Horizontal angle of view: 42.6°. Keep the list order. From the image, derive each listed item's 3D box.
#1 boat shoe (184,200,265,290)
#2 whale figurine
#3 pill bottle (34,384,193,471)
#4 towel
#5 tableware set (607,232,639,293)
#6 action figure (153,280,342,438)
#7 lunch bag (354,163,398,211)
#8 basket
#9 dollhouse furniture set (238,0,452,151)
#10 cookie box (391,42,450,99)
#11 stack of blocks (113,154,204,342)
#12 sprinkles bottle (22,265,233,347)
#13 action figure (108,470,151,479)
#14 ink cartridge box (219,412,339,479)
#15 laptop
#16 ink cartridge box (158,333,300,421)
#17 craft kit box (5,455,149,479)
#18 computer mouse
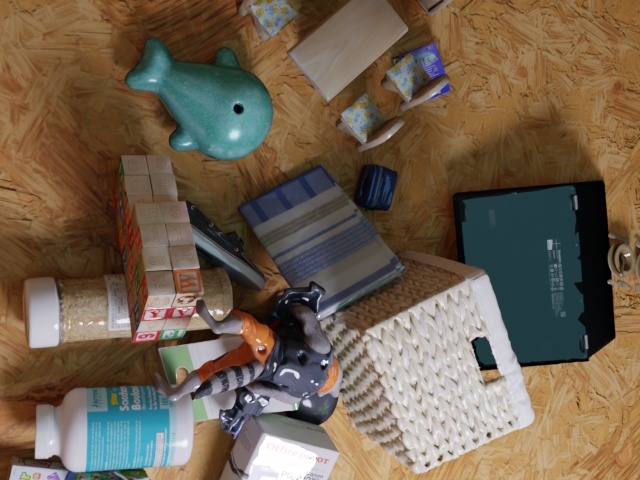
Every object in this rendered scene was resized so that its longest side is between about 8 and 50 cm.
[{"bbox_3d":[-0.186,0.008,1.551,0.229,0.080,0.076,37,68,-16],"label":"boat shoe"},{"bbox_3d":[-0.209,-0.259,1.479,0.272,0.141,0.216,32,82,-22],"label":"whale figurine"},{"bbox_3d":[-0.365,0.331,1.451,0.264,0.146,0.146,1,94,-20],"label":"pill bottle"},{"bbox_3d":[0.000,0.000,1.569,0.209,0.034,0.285,-29,67,-19],"label":"towel"},{"bbox_3d":[0.754,0.057,1.944,0.194,0.039,0.128,13,75,-34],"label":"tableware set"},{"bbox_3d":[-0.106,0.240,1.396,0.330,0.178,0.341,9,115,-35],"label":"action figure"},{"bbox_3d":[0.108,-0.105,1.669,0.065,0.067,0.098,14,90,-23],"label":"lunch bag"},{"bbox_3d":[0.185,0.227,1.588,0.267,0.331,0.328,-25,104,-18],"label":"basket"},{"bbox_3d":[0.124,-0.434,1.521,0.394,0.256,0.362,-44,100,-15],"label":"dollhouse furniture set"},{"bbox_3d":[0.210,-0.345,1.708,0.092,0.040,0.107,-24,102,-19],"label":"cookie box"},{"bbox_3d":[-0.279,0.000,1.379,0.087,0.171,0.297,-2,59,-23],"label":"stack of blocks"},{"bbox_3d":[-0.340,0.115,1.463,0.356,0.121,0.121,-3,95,-23],"label":"sprinkles bottle"},{"bbox_3d":[-0.397,0.519,1.433,0.285,0.099,0.185,-38,100,-20],"label":"action figure"},{"bbox_3d":[-0.094,0.467,1.585,0.172,0.100,0.237,20,98,-23],"label":"ink cartridge box"},{"bbox_3d":[0.492,0.068,1.832,0.408,0.236,0.381,-5,92,-2],"label":"laptop"},{"bbox_3d":[-0.168,0.250,1.548,0.235,0.056,0.171,-8,109,11],"label":"ink cartridge box"},{"bbox_3d":[-0.460,0.529,1.483,0.247,0.061,0.249,12,89,-21],"label":"craft kit box"},{"bbox_3d":[-0.050,0.263,1.627,0.188,0.072,0.272,-36,107,-17],"label":"computer mouse"}]
